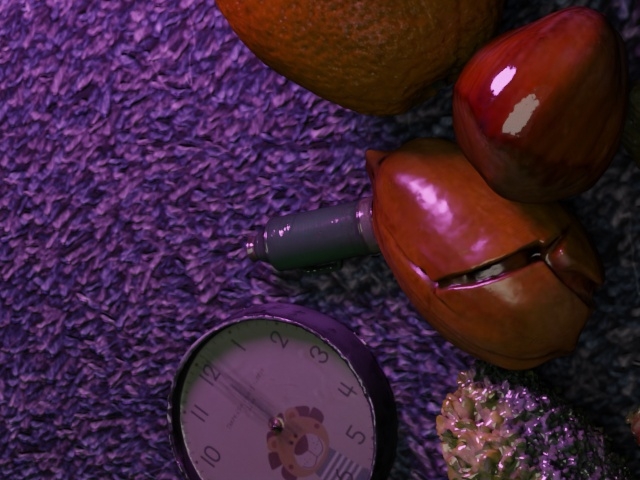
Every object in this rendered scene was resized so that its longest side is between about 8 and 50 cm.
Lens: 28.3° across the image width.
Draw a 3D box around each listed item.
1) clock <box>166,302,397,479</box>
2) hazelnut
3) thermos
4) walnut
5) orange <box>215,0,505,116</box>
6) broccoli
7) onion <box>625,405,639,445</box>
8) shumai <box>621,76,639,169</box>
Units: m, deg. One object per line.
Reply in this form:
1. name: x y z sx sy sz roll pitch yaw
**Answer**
1. clock: -0.054 0.235 1.627 0.312 0.061 0.313 3 99 23
2. hazelnut: 0.234 -0.135 1.304 0.210 0.210 0.186 -18 88 24
3. thermos: -0.001 -0.005 1.573 0.187 0.083 0.073 -11 71 26
4. walnut: 0.166 0.000 1.431 0.336 0.209 0.209 41 110 23
5. orange: 0.040 -0.314 1.387 0.322 0.322 0.357 -29 94 24
6. broccoli: 0.165 0.305 1.454 0.397 0.275 0.353 11 84 29
7. onion: 0.496 0.285 1.353 0.267 0.159 0.349 -55 51 23
8. shumai: 0.415 -0.127 1.333 0.184 0.184 0.142 41 76 14
